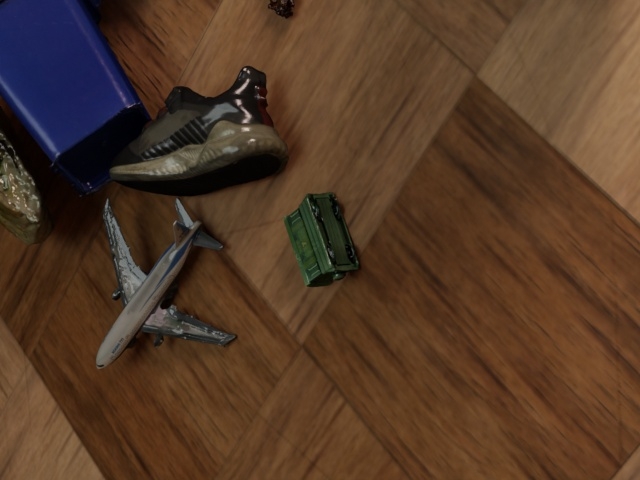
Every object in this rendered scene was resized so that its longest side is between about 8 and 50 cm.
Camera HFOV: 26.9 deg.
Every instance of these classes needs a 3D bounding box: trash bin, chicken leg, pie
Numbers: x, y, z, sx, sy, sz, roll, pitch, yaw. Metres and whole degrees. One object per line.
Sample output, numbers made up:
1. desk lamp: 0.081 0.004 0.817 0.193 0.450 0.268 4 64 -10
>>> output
1. trash bin: -0.281 -0.188 1.490 0.184 0.162 0.234 -35 69 -1
2. chicken leg: -0.048 -0.262 1.378 0.083 0.021 0.036 56 133 29
3. pie: -0.412 -0.142 1.558 0.075 0.337 0.337 -33 61 -5

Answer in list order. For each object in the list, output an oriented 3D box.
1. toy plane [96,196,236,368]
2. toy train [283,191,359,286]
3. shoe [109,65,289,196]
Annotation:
1. toy plane: -0.186 0.058 1.471 0.226 0.058 0.226 45 122 21
2. toy train: 0.000 0.000 1.316 0.056 0.038 0.093 -37 65 43
3. shoe: -0.128 -0.111 1.405 0.228 0.099 0.112 -7 77 39
